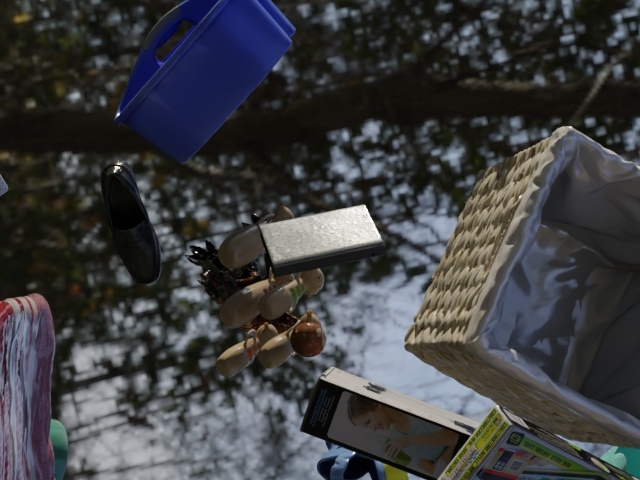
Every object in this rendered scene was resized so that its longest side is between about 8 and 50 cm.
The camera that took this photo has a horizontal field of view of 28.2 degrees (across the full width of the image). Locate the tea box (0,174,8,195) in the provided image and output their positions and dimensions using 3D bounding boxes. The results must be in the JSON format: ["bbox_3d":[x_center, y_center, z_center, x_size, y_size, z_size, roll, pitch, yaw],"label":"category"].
[{"bbox_3d":[-0.568,-0.131,1.337,0.329,0.323,0.220,55,-5,22],"label":"tea box"}]

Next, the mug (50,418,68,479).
[{"bbox_3d":[-0.456,0.338,1.955,0.158,0.097,0.129,35,-75,55],"label":"mug"}]

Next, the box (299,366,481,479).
[{"bbox_3d":[0.125,0.283,1.892,0.169,0.290,0.087,-3,114,-84],"label":"box"}]

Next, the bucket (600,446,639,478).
[{"bbox_3d":[0.537,0.494,2.174,0.281,0.183,0.281,40,19,-17],"label":"bucket"}]

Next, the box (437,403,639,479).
[{"bbox_3d":[0.205,0.238,1.169,0.114,0.207,0.036,-55,-150,11],"label":"box"}]

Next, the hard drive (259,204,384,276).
[{"bbox_3d":[0.000,0.000,1.536,0.094,0.135,0.022,-113,-167,-56],"label":"hard drive"}]

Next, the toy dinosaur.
[{"bbox_3d":[-0.114,0.084,2.243,0.322,0.164,0.218,13,-50,34],"label":"toy dinosaur"}]

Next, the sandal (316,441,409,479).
[{"bbox_3d":[0.054,0.401,2.362,0.317,0.138,0.126,-154,-126,-73],"label":"sandal"}]

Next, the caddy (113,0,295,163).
[{"bbox_3d":[-0.196,-0.291,2.065,0.179,0.341,0.241,41,15,-11],"label":"caddy"}]

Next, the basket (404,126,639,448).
[{"bbox_3d":[0.343,0.078,1.730,0.328,0.331,0.266,-65,-167,-14],"label":"basket"}]

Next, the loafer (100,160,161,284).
[{"bbox_3d":[-0.323,-0.023,2.152,0.078,0.076,0.223,-95,172,-70],"label":"loafer"}]

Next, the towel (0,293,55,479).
[{"bbox_3d":[-0.285,0.173,1.204,0.329,0.037,0.237,172,-85,-85],"label":"towel"}]

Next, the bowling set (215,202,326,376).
[{"bbox_3d":[-0.045,0.113,1.966,0.200,0.154,0.287,30,-48,28],"label":"bowling set"}]
